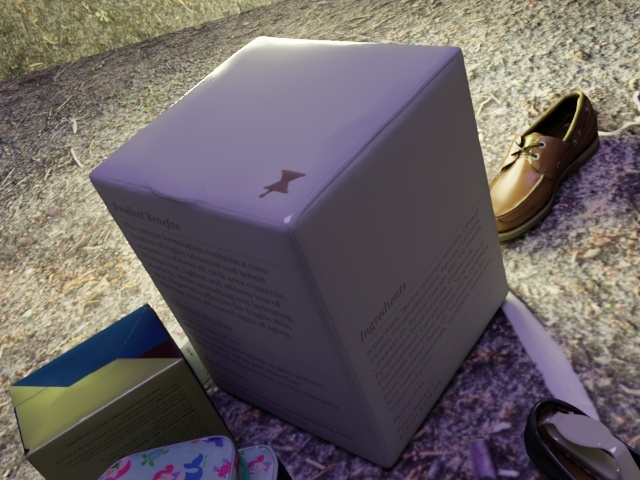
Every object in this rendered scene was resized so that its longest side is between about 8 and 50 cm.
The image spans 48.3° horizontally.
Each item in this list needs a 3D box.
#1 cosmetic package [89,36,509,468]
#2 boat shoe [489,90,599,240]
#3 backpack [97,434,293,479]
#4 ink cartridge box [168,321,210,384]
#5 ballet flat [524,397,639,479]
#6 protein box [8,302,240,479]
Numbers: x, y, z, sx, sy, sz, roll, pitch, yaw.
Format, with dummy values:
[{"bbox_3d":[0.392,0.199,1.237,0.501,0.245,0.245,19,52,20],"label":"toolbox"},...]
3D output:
[{"bbox_3d":[0.000,0.000,0.907,0.329,0.394,0.327,16,50,39],"label":"cosmetic package"},{"bbox_3d":[0.336,-0.127,1.138,0.110,0.104,0.307,17,51,40],"label":"boat shoe"},{"bbox_3d":[-0.158,0.337,0.751,0.253,0.191,0.225,-17,37,15],"label":"backpack"},{"bbox_3d":[-0.183,0.157,1.058,0.052,0.089,0.122,20,54,39],"label":"ink cartridge box"},{"bbox_3d":[0.304,0.247,0.691,0.095,0.096,0.280,-36,39,-19],"label":"ballet flat"},{"bbox_3d":[-0.239,0.230,0.899,0.199,0.201,0.136,-32,37,-13],"label":"protein box"}]
